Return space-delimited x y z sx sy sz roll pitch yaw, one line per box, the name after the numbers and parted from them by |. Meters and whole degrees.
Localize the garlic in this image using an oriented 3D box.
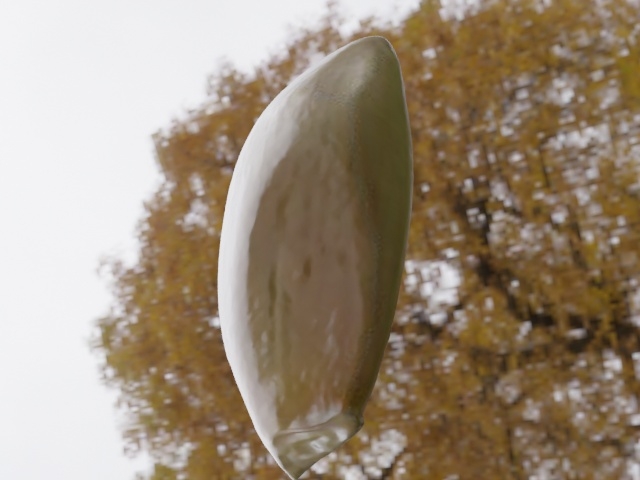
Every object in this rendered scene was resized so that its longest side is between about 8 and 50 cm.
-0.007 0.001 1.022 0.112 0.143 0.318 24 -124 -39 | garlic
